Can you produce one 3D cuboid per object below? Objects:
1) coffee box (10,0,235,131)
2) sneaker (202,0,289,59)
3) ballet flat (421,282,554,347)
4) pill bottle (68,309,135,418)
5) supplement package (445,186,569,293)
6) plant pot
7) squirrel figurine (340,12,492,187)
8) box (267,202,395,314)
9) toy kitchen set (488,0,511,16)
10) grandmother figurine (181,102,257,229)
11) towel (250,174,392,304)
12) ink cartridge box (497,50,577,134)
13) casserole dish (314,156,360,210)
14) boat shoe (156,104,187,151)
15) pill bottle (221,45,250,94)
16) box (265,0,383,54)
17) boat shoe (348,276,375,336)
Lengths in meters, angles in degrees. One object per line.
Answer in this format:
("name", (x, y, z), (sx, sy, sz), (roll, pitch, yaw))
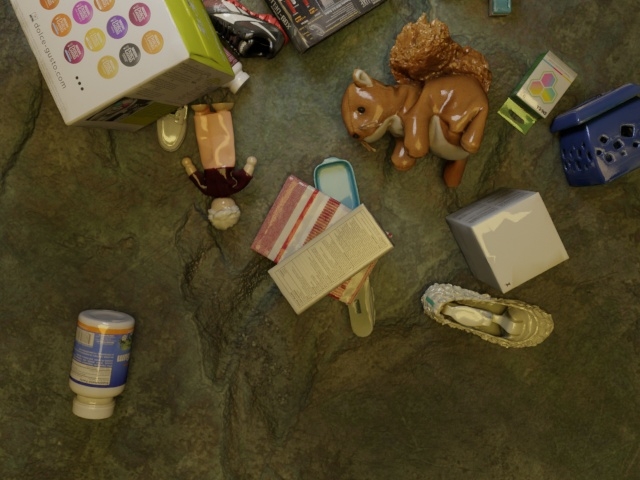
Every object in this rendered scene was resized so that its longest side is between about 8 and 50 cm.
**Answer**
("coffee box", (-0.454, -0.487, 1.687), (0.334, 0.338, 0.338), (-25, 90, 12))
("sneaker", (-0.219, -0.554, 1.855), (0.275, 0.098, 0.135), (19, 56, -7))
("ballet flat", (0.485, 0.229, 2.009), (0.408, 0.147, 0.147), (13, 95, -7))
("pill bottle", (-0.598, 0.335, 1.917), (0.152, 0.152, 0.272), (9, 96, -6))
("supplement package", (0.497, -0.009, 1.916), (0.198, 0.263, 0.199), (-28, 99, -1))
("plant pot", (0.784, -0.290, 1.930), (0.235, 0.236, 0.212), (-27, 92, -1))
("squirrel figurine", (0.252, -0.383, 1.887), (0.370, 0.281, 0.397), (15, 81, 4))
("box", (0.031, 0.048, 1.866), (0.311, 0.121, 0.148), (-34, 87, 8))
("toy kitchen set", (0.424, -0.673, 1.883), (0.207, 0.166, 0.122), (-3, 97, -4))
("grandmother figurine", (-0.270, -0.197, 1.917), (0.207, 0.104, 0.343), (1, 100, 21))
("towel", (0.000, 0.000, 1.948), (0.328, 0.037, 0.237), (31, 97, 5))
("ink cartridge box", (0.608, -0.413, 1.981), (0.109, 0.062, 0.209), (37, 93, -9))
("casserole dish", (0.045, -0.138, 1.977), (0.114, 0.037, 0.189), (-12, 97, -3))
("boat shoe", (-0.398, -0.352, 1.894), (0.083, 0.076, 0.227), (6, 96, -5))
("pill bottle", (-0.265, -0.466, 1.887), (0.152, 0.086, 0.086), (42, 92, -8))
("box", (0.009, -0.672, 1.854), (0.307, 0.076, 0.243), (-37, 99, -16))
("boat shoe", (0.110, 0.156, 1.996), (0.079, 0.081, 0.228), (-7, 94, 14))
